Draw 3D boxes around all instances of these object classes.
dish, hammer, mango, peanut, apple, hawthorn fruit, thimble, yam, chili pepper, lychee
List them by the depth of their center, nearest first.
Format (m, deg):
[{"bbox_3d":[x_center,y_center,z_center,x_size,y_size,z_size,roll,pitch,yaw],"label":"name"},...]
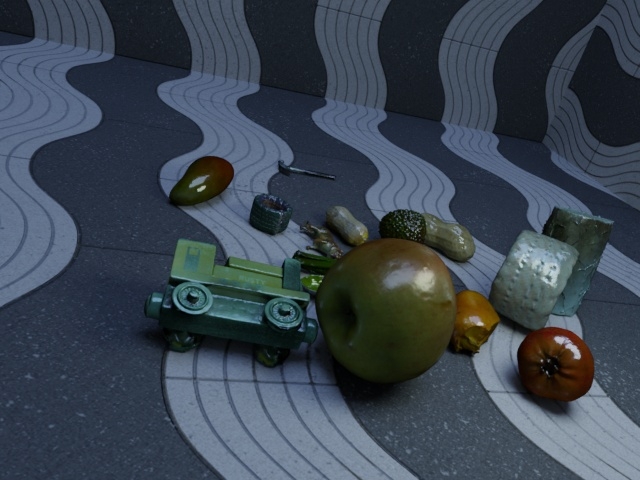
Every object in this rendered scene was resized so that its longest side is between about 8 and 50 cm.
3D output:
[{"bbox_3d":[0.143,0.166,1.454,0.305,0.338,0.338,-18,43,-38],"label":"apple"},{"bbox_3d":[0.617,0.315,1.607,0.197,0.196,0.225,30,13,24],"label":"hawthorn fruit"},{"bbox_3d":[0.431,0.219,1.740,0.154,0.126,0.252,32,27,4],"label":"mango"},{"bbox_3d":[0.004,0.133,1.746,0.137,0.039,0.091,-11,33,-45],"label":"dish"},{"bbox_3d":[0.084,0.092,1.844,0.359,0.085,0.076,13,65,-18],"label":"chili pepper"},{"bbox_3d":[0.652,0.123,1.899,0.195,0.291,0.291,27,28,20],"label":"thimble"},{"bbox_3d":[-0.163,-0.087,2.010,0.135,0.090,0.118,29,29,23],"label":"thimble"},{"bbox_3d":[-0.387,-0.201,2.065,0.146,0.129,0.289,21,35,3],"label":"mango"},{"bbox_3d":[0.828,0.058,2.087,0.241,0.348,0.241,18,15,-5],"label":"yam"},{"bbox_3d":[0.088,-0.054,2.099,0.087,0.087,0.207,-5,34,-36],"label":"peanut"},{"bbox_3d":[0.283,-0.037,2.109,0.171,0.171,0.171,14,27,-7],"label":"lychee"},{"bbox_3d":[0.444,-0.021,2.209,0.257,0.123,0.124,34,31,26],"label":"peanut"},{"bbox_3d":[-0.050,-0.277,2.515,0.247,0.029,0.103,10,27,-17],"label":"hammer"}]

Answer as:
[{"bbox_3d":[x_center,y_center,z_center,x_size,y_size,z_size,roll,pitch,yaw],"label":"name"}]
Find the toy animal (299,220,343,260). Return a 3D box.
[{"bbox_3d":[0.000,0.000,1.990,0.099,0.056,0.241,13,24,-23],"label":"toy animal"}]

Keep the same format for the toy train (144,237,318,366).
[{"bbox_3d":[-0.198,0.138,1.441,0.397,0.160,0.253,11,40,-11],"label":"toy train"}]
